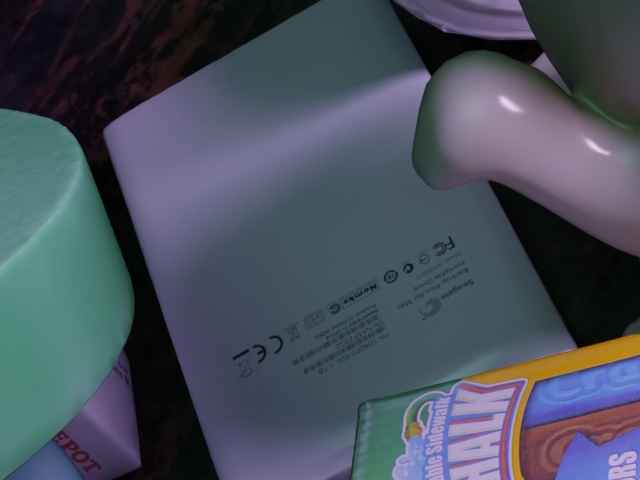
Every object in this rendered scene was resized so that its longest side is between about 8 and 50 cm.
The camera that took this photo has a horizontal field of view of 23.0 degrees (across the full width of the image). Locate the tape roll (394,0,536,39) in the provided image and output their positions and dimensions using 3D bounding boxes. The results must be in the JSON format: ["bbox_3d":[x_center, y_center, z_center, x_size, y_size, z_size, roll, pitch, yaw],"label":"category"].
[{"bbox_3d":[0.130,-0.244,0.848,0.286,0.286,0.100,-27,52,8],"label":"tape roll"}]

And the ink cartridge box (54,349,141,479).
[{"bbox_3d":[-0.230,0.098,0.885,0.212,0.154,0.093,-25,46,9],"label":"ink cartridge box"}]

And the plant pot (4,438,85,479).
[{"bbox_3d":[-0.220,0.203,0.746,0.293,0.293,0.235,-20,40,14],"label":"plant pot"}]

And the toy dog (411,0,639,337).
[{"bbox_3d":[0.200,-0.129,0.657,0.395,0.408,0.284,-14,55,18],"label":"toy dog"}]

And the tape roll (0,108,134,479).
[{"bbox_3d":[-0.245,0.043,0.687,0.321,0.077,0.321,-15,25,7],"label":"tape roll"}]

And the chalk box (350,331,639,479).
[{"bbox_3d":[0.112,0.164,0.631,0.289,0.180,0.179,-15,31,17],"label":"chalk box"}]

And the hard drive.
[{"bbox_3d":[0.000,0.000,0.911,0.203,0.040,0.307,-29,51,7],"label":"hard drive"}]
